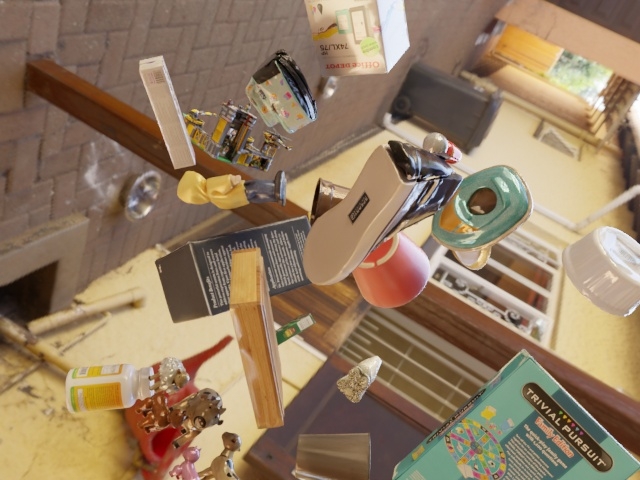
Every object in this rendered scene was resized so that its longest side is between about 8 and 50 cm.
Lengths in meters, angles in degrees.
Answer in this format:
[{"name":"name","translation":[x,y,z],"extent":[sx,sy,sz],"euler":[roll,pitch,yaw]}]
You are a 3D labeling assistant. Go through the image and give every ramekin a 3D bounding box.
[{"name":"ramekin","translation":[0.911,0.086,1.759],"extent":[0.277,0.277,0.135],"euler":[-46,172,-48]}]

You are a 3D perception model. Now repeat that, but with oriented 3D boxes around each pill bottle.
[{"name":"pill bottle","translation":[-0.652,0.458,1.764],"extent":[0.136,0.246,0.136],"euler":[177,-90,-80]}]

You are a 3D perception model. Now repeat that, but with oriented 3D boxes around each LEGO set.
[{"name":"LEGO set","translation":[-0.268,-0.366,1.825],"extent":[0.331,0.255,0.192],"euler":[14,109,-42]}]

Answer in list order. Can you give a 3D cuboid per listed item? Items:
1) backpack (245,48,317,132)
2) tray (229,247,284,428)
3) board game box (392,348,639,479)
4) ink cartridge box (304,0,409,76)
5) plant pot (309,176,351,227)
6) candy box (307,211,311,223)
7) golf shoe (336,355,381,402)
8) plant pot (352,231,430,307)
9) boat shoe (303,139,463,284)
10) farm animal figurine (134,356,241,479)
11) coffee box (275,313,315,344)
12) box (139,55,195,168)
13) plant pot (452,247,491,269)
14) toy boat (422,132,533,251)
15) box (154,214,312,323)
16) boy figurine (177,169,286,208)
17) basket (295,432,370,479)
[{"name":"backpack","translation":[-0.095,-0.368,1.446],"extent":[0.144,0.188,0.165],"euler":[-33,-157,19]},{"name":"tray","translation":[-0.147,0.243,1.364],"extent":[0.202,0.076,0.410],"euler":[-100,-177,-54]},{"name":"board game box","translation":[0.338,0.405,1.009],"extent":[0.336,0.254,0.079],"euler":[-45,171,7]},{"name":"ink cartridge box","translation":[0.097,-0.595,1.471],"extent":[0.197,0.198,0.270],"euler":[-57,142,-43]},{"name":"plant pot","translation":[0.061,-0.104,1.809],"extent":[0.167,0.165,0.166],"euler":[-169,-90,-83]},{"name":"candy box","translation":[0.000,0.000,1.998],"extent":[0.109,0.053,0.186],"euler":[68,10,-65]},{"name":"golf shoe","translation":[0.097,0.325,1.329],"extent":[0.086,0.069,0.176],"euler":[-36,168,-30]},{"name":"plant pot","translation":[0.219,0.067,1.971],"extent":[0.275,0.275,0.243],"euler":[-56,142,-13]},{"name":"boat shoe","translation":[0.107,-0.032,1.002],"extent":[0.158,0.127,0.340],"euler":[-1,147,-35]},{"name":"farm animal figurine","translation":[-0.299,0.471,1.427],"extent":[0.172,0.330,0.327],"euler":[-30,-163,-2]},{"name":"coffee box","translation":[-0.116,0.307,1.884],"extent":[0.184,0.040,0.113],"euler":[-29,-179,-20]},{"name":"box","translation":[-0.421,-0.348,1.568],"extent":[0.063,0.067,0.324],"euler":[-106,-176,-45]},{"name":"plant pot","translation":[0.492,-0.017,1.883],"extent":[0.032,0.236,0.236],"euler":[-12,-149,48]},{"name":"toy boat","translation":[0.359,-0.129,1.419],"extent":[0.267,0.318,0.148],"euler":[-37,152,28]},{"name":"box","translation":[-0.242,0.086,1.699],"extent":[0.396,0.211,0.294],"euler":[-15,178,-35]},{"name":"boy figurine","translation":[-0.234,-0.134,1.504],"extent":[0.177,0.285,0.092],"euler":[67,26,-74]},{"name":"basket","translation":[0.038,0.694,1.786],"extent":[0.204,0.227,0.154],"euler":[-83,177,-63]}]
